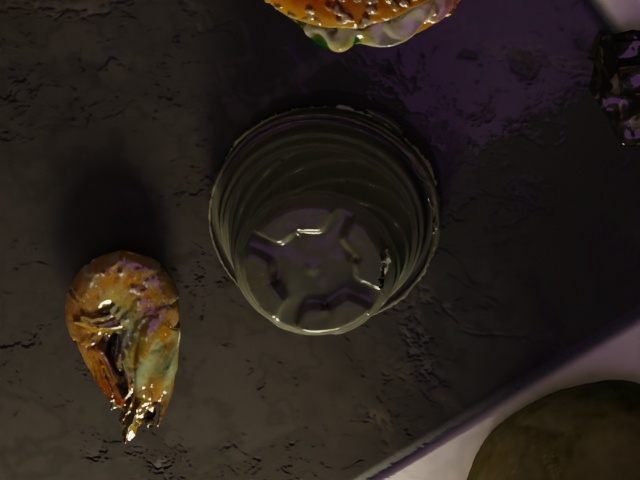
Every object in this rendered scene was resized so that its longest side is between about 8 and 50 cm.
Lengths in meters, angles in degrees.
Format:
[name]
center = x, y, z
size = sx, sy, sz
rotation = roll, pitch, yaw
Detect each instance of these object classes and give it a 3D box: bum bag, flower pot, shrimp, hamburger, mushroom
[bum bag]
center = 0.367, -0.144, 1.674
size = 0.248, 0.069, 0.102
rotation = -5, 79, 10
[flower pot]
center = 0.000, 0.000, 1.747
size = 0.235, 0.140, 0.235
rotation = 2, 117, 3
[shrimp]
center = -0.198, 0.105, 1.870
size = 0.115, 0.051, 0.217
rotation = 7, 117, 10
[hamburger]
center = 0.035, -0.280, 1.604
size = 0.237, 0.147, 0.237
rotation = 2, 113, 5
[mushroom]
center = 0.291, 0.267, 1.799
size = 0.292, 0.217, 0.212
rotation = 13, 113, 1
